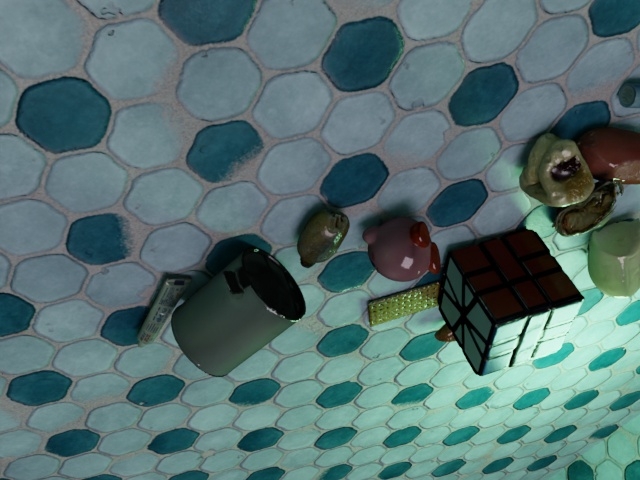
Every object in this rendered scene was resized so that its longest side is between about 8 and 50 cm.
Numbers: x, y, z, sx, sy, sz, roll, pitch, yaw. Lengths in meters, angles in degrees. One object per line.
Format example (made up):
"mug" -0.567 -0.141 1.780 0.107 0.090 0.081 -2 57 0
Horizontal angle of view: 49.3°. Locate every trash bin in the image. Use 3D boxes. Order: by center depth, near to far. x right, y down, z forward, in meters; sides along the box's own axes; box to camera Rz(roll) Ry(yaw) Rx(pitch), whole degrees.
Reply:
"trash bin" -0.205 0.178 1.731 0.263 0.217 0.277 -38 149 20

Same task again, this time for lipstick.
"lipstick" 0.857 -0.356 1.697 0.274 0.061 0.068 -5 137 -18

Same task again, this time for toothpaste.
"toothpaste" -0.413 0.186 1.785 0.069 0.047 0.268 24 124 -18

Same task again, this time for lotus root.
"lotus root" 0.000 0.000 1.718 0.113 0.088 0.192 1 137 -34

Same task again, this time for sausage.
"sausage" 0.765 -0.211 1.773 0.255 0.148 0.148 -4 139 -24

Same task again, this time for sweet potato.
"sweet potato" 0.487 0.266 2.237 0.252 0.097 0.097 -26 141 5

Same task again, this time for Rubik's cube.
"Rubik's cube" 0.526 0.175 1.989 0.284 0.293 0.288 -14 142 -10

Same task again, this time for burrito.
"burrito" 0.700 -0.070 1.854 0.175 0.107 0.348 -39 167 8

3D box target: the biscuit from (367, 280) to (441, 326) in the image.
"biscuit" 0.255 0.192 2.110 0.232 0.016 0.139 -17 141 -6

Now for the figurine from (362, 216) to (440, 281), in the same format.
"figurine" 0.203 0.023 1.773 0.173 0.173 0.173 -12 141 -10

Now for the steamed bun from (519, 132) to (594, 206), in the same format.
"steamed bun" 0.581 -0.186 1.718 0.141 0.172 0.155 -23 124 -14

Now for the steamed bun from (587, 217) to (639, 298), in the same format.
"steamed bun" 0.905 0.042 2.133 0.200 0.170 0.225 -39 131 -28
